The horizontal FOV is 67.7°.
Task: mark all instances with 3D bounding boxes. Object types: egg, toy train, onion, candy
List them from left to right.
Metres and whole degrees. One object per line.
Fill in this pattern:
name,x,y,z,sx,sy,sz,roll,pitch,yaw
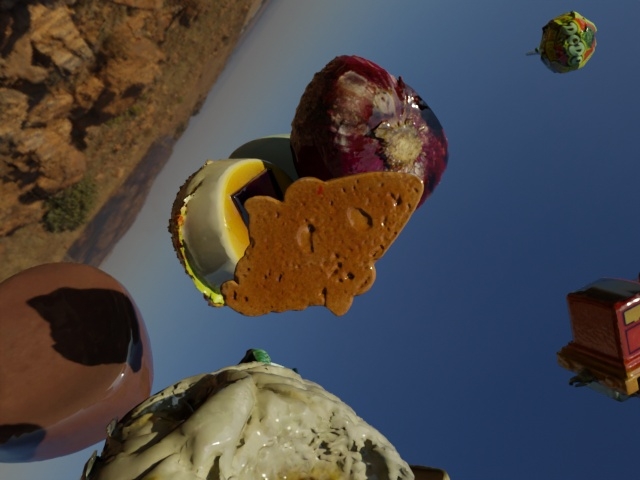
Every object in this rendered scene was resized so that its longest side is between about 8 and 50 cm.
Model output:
egg,-0.064,-0.157,1.221,0.230,0.371,0.230,-2,-92,61
onion,0.073,-0.174,0.961,0.260,0.337,0.282,-51,-147,-2
candy,0.414,-0.355,0.870,0.083,0.091,0.305,-12,-163,14
toy train,0.621,0.173,0.928,0.369,0.231,0.163,-21,-166,-17

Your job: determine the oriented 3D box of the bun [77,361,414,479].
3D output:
bun,-0.082,0.211,0.377,0.281,0.205,0.281,-30,176,-2

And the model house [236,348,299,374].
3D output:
model house,-0.110,0.422,1.204,0.253,0.291,0.184,-56,-145,21

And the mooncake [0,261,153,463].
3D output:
mooncake,-0.447,0.210,0.817,0.174,0.326,0.334,99,18,-53

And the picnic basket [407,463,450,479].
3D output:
picnic basket,0.150,0.541,0.837,0.165,0.139,0.267,-19,-161,45

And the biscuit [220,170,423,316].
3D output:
biscuit,0.000,0.000,0.583,0.280,0.183,0.043,-34,-175,2

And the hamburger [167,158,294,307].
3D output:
hamburger,-0.162,-0.026,0.943,0.179,0.276,0.294,-5,-149,38
